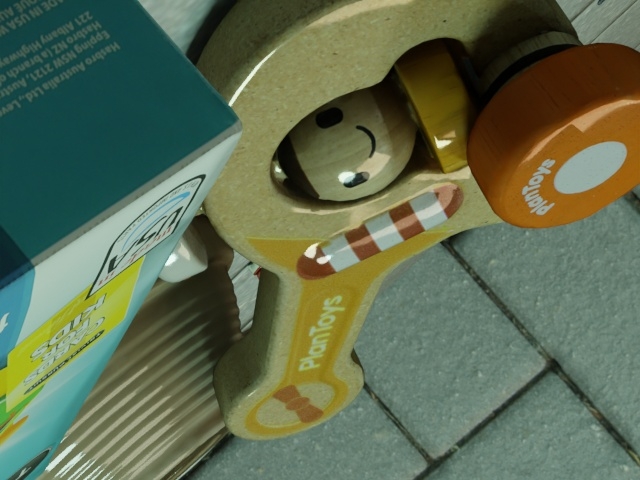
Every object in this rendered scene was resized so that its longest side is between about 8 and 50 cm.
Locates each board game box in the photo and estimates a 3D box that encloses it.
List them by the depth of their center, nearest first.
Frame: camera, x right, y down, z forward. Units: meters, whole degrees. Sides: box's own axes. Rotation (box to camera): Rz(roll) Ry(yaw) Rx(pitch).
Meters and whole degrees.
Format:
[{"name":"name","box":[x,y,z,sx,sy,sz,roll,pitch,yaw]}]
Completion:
[{"name":"board game box","box":[-0.182,0.077,0.440,0.254,0.079,0.336,-37,172,-31]}]

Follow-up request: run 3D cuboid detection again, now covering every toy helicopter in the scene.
[{"name":"toy helicopter","box":[-0.009,0.003,0.634,0.235,0.140,0.355,-13,148,-21]}]

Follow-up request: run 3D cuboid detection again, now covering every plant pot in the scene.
[{"name":"plant pot","box":[-0.124,0.100,0.807,0.237,0.110,0.237,-41,172,-7]}]

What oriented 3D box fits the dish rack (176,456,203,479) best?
[{"name":"dish rack","box":[-0.208,0.261,1.545,0.285,0.072,0.333,-38,172,-36]}]

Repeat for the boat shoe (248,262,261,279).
[{"name":"boat shoe","box":[0.000,0.000,1.156,0.137,0.043,0.049,-39,171,-28]}]

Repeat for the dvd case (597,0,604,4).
[{"name":"dvd case","box":[0.345,-0.311,1.218,0.221,0.018,0.164,-41,175,-11]}]
